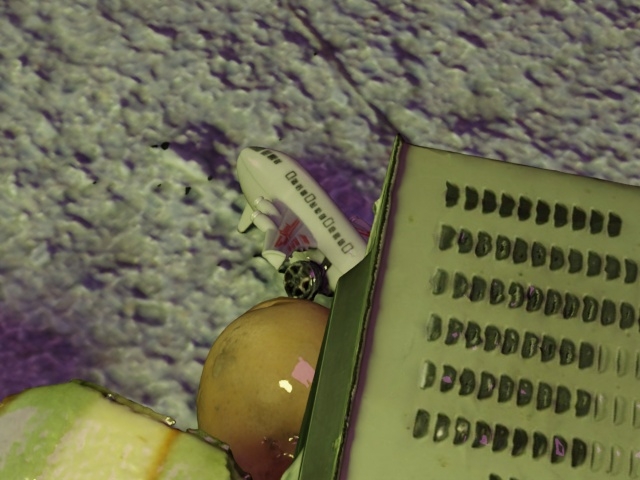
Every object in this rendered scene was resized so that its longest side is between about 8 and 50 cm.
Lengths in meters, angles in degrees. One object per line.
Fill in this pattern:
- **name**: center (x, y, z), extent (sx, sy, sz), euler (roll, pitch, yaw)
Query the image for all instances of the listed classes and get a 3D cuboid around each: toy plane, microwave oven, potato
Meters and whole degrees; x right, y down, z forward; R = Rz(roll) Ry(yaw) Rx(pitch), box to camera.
- **toy plane**: center (0.000, 0.000, 1.244), extent (0.171, 0.065, 0.162), euler (37, 21, 34)
- **microwave oven**: center (0.131, 0.190, 0.927), extent (0.333, 0.394, 0.247), euler (10, 52, -1)
- **potato**: center (-0.013, 0.096, 1.157), extent (0.112, 0.112, 0.147), euler (-9, 59, -15)

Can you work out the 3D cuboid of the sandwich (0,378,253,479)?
- **sandwich**: center (-0.146, 0.213, 0.937), extent (0.155, 0.227, 0.198), euler (23, 30, 11)
